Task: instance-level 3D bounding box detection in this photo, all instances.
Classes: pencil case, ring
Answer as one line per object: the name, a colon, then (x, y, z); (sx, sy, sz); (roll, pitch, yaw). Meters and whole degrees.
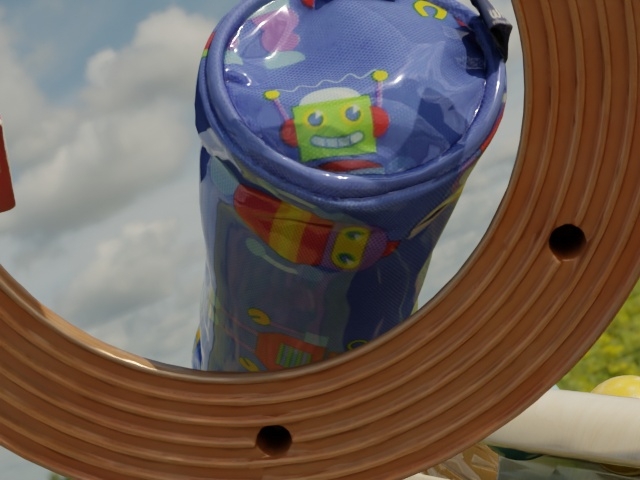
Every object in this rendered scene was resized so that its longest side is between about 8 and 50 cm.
pencil case: (0.000, 0.000, 0.627); (0.119, 0.133, 0.306); (7, -31, -2)
ring: (-0.036, -0.054, 0.491); (0.336, 0.337, 0.032); (-25, 16, 12)

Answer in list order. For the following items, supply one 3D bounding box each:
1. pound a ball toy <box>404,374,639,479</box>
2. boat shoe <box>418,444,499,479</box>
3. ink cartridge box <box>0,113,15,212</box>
pound a ball toy: (0.135, 0.115, 0.658); (0.208, 0.136, 0.319); (34, -21, -31)
boat shoe: (-0.004, 0.241, 1.136); (0.341, 0.122, 0.110); (-1, -36, -15)
ink cartridge box: (-0.430, -0.101, 1.093); (0.306, 0.226, 0.131); (-17, -28, -19)
